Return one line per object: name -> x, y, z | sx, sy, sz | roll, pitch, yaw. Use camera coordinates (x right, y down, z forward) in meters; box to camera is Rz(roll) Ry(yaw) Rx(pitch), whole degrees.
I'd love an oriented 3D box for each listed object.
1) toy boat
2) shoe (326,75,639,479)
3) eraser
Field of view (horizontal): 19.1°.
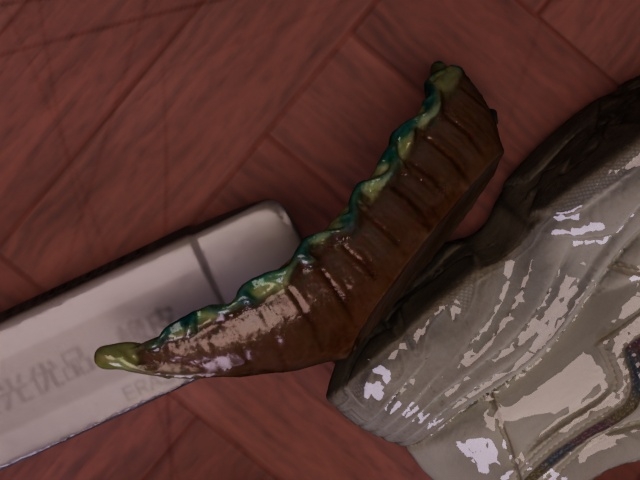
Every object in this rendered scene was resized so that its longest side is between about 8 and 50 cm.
toy boat -> 0.006, 0.009, 1.116 | 0.099, 0.108, 0.293 | 41, 65, 15
shoe -> 0.189, 0.045, 1.177 | 0.342, 0.132, 0.210 | -42, 105, 5
eraser -> -0.167, 0.079, 1.184 | 0.352, 0.061, 0.089 | -26, 99, -1
